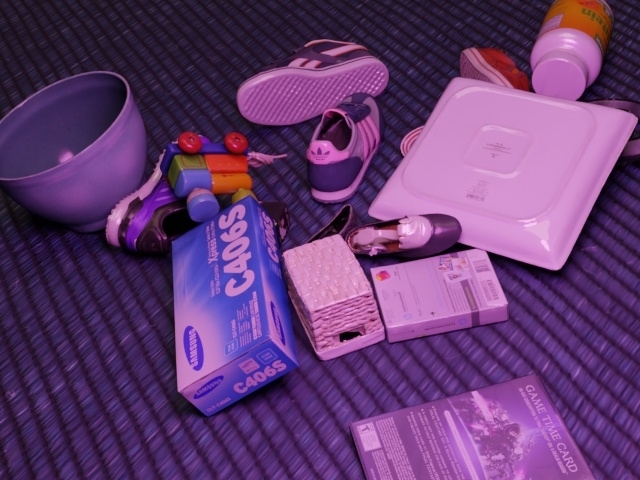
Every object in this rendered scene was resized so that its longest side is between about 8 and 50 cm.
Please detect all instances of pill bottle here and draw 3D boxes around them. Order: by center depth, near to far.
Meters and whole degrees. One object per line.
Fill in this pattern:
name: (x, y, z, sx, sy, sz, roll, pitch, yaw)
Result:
pill bottle: (0.488, -0.372, 1.968, 0.136, 0.136, 0.245, 7, 42, 21)

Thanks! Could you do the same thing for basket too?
basket: (0.017, 0.082, 1.542, 0.113, 0.103, 0.167, -18, 40, -8)

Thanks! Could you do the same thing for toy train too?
toy train: (-0.140, -0.103, 1.743, 0.248, 0.105, 0.143, -3, 51, -31)

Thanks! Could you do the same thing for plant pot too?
plant pot: (-0.432, -0.140, 1.824, 0.293, 0.196, 0.293, -16, 41, 14)

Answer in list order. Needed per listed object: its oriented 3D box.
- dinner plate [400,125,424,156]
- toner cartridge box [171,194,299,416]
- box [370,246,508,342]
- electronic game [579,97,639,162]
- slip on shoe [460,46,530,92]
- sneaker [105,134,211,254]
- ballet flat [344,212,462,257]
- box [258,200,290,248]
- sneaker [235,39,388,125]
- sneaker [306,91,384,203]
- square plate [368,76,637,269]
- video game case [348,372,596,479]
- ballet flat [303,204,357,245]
dinner plate: (0.221, -0.176, 1.883, 0.141, 0.017, 0.141, -6, 38, 5)
toner cartridge box: (-0.139, 0.089, 1.547, 0.165, 0.075, 0.348, -32, 36, 14)
box: (0.181, 0.082, 1.557, 0.186, 0.038, 0.145, -10, 38, -2)
electronic game: (0.519, -0.198, 1.817, 0.229, 0.048, 0.229, -5, 31, 3)
slip on shoe: (0.354, -0.281, 1.909, 0.101, 0.123, 0.331, -9, 34, -5)
sneaker: (-0.245, -0.072, 1.808, 0.146, 0.102, 0.293, 17, 49, 20)
ballet flat: (0.125, -0.006, 1.617, 0.203, 0.074, 0.074, -7, 35, 34)
box: (-0.094, -0.023, 1.738, 0.062, 0.052, 0.083, 4, 40, 17)
sneaker: (-0.032, -0.322, 2.039, 0.321, 0.126, 0.127, -13, 42, -21)
sneaker: (0.050, -0.210, 1.872, 0.112, 0.131, 0.319, 1, 40, 14)
square plate: (0.300, -0.135, 1.673, 0.347, 0.049, 0.344, 17, 59, 29)
video game case: (0.192, 0.281, 1.322, 0.274, 0.026, 0.196, -13, 39, -5)
ballet flat: (0.000, 0.000, 1.690, 0.057, 0.049, 0.173, 18, 47, 32)
